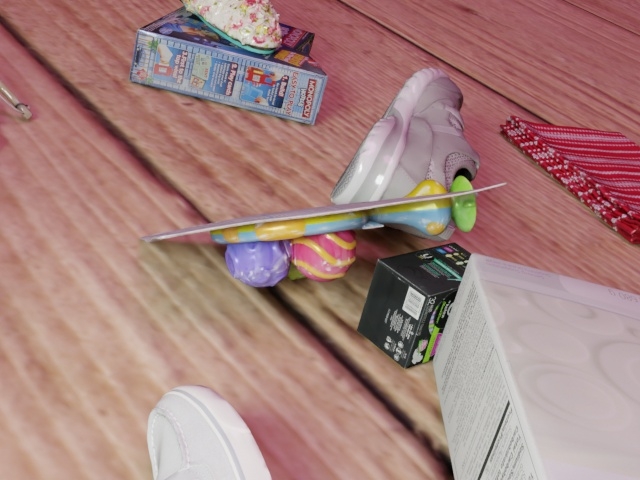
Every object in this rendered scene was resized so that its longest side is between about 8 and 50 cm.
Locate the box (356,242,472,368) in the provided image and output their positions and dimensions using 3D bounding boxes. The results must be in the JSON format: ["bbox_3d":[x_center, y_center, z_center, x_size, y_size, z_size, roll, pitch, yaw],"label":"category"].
[{"bbox_3d":[0.078,0.044,0.664,0.083,0.062,0.052,-11,36,-42],"label":"box"}]

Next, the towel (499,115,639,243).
[{"bbox_3d":[0.351,-0.070,1.071,0.198,0.031,0.275,3,30,-26],"label":"towel"}]

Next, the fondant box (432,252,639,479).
[{"bbox_3d":[0.199,0.138,0.494,0.238,0.096,0.330,14,23,-5],"label":"fondant box"}]

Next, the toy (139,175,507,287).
[{"bbox_3d":[0.000,0.000,0.669,0.237,0.056,0.137,-12,2,-16],"label":"toy"}]

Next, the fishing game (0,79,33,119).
[{"bbox_3d":[-0.326,-0.110,0.700,0.189,0.041,0.264,46,21,-17],"label":"fishing game"}]

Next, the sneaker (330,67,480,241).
[{"bbox_3d":[0.097,-0.072,0.888,0.115,0.105,0.281,34,34,0],"label":"sneaker"}]

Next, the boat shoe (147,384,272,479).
[{"bbox_3d":[-0.056,0.137,0.424,0.063,0.066,0.184,1,40,-29],"label":"boat shoe"}]

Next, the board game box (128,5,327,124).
[{"bbox_3d":[-0.079,-0.195,1.034,0.194,0.060,0.194,20,27,5],"label":"board game box"}]

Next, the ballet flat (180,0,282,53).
[{"bbox_3d":[-0.115,-0.281,1.026,0.091,0.077,0.241,-6,34,-38],"label":"ballet flat"}]
